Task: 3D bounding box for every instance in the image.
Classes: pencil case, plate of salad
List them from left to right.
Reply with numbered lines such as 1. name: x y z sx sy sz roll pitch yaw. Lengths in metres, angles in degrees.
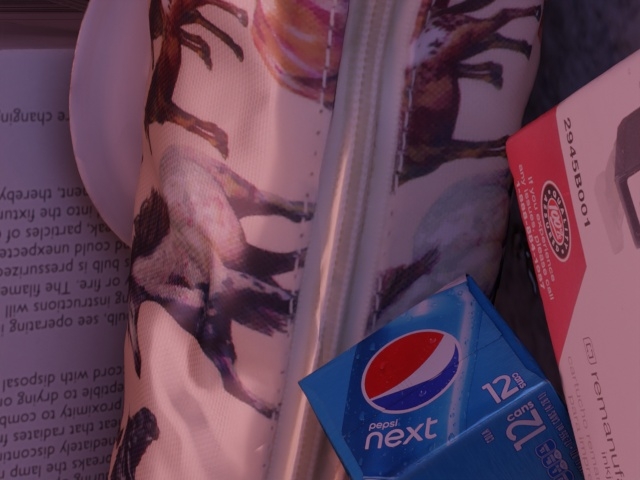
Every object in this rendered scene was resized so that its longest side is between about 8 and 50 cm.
1. plate of salad: -0.029 -0.081 0.847 0.048 0.200 0.199 31 133 42
2. pencil case: 0.000 0.000 0.746 0.183 0.160 0.410 -121 36 -61

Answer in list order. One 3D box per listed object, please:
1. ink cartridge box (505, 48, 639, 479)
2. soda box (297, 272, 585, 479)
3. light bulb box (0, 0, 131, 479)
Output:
1. ink cartridge box: 0.140 0.015 0.521 0.218 0.092 0.158 146 112 -71
2. soda box: 0.074 0.114 0.693 0.210 0.071 0.067 58 179 -37
3. light bulb box: -0.228 0.053 0.996 0.358 0.225 0.361 24 113 53
